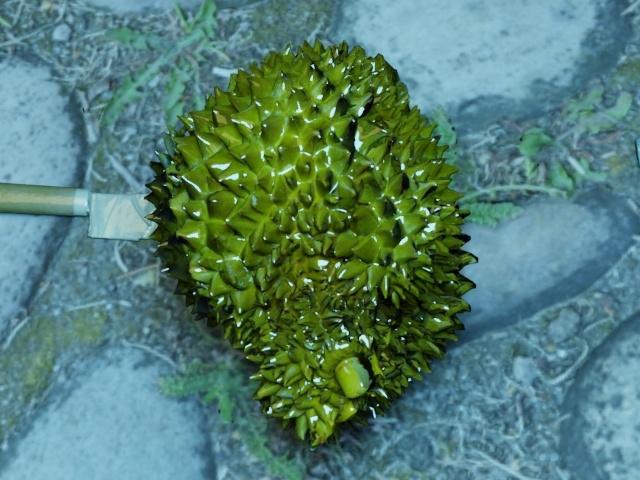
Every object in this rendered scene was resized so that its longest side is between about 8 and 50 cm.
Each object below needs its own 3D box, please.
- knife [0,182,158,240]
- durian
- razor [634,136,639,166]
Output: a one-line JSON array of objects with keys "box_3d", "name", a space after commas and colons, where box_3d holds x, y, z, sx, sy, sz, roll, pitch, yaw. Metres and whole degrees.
[{"box_3d": [-0.188, -0.023, 1.288, 0.298, 0.017, 0.047, 3, 68, 5], "name": "knife"}, {"box_3d": [0.000, 0.000, 1.132, 0.258, 0.258, 0.293, -21, 86, -3], "name": "durian"}, {"box_3d": [0.374, -0.091, 1.226, 0.232, 0.068, 0.106, -10, 64, 8], "name": "razor"}]
